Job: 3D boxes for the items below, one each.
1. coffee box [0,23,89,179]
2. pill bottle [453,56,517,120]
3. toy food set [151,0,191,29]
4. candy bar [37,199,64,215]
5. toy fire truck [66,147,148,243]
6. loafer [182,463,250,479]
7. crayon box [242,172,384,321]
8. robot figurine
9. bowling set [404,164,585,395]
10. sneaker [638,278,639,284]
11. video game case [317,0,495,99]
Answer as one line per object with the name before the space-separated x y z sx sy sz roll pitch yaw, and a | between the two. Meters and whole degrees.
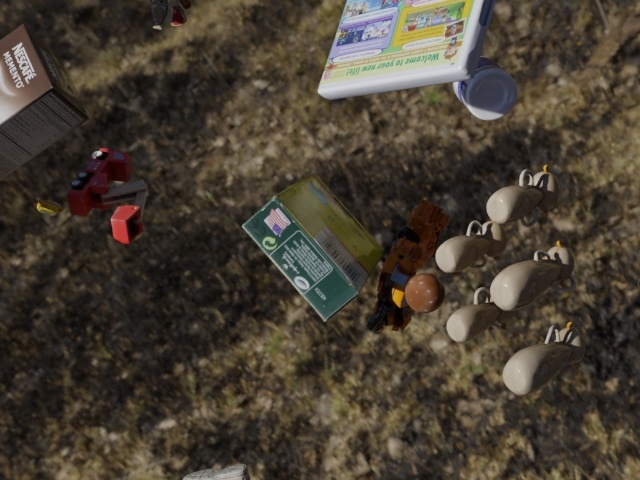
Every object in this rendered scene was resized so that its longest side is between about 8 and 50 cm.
coffee box | -0.473 -0.173 1.380 0.246 0.098 0.141 -34 61 5
pill bottle | 0.348 -0.337 2.102 0.112 0.112 0.186 -31 23 8
toy food set | -0.234 -0.391 1.529 0.078 0.122 0.019 6 24 12
candy bar | -0.435 -0.052 1.559 0.161 0.040 0.018 179 107 -72
toy fire truck | -0.328 -0.077 1.554 0.135 0.047 0.192 8 39 12
loafer | -0.182 0.423 1.698 0.125 0.039 0.045 -14 9 19
crayon box | 0.000 0.000 1.635 0.081 0.202 0.318 -41 0 17
robot figurine | 0.167 0.067 1.886 0.085 0.291 0.211 25 54 12
bowling set | 0.223 0.042 1.261 0.200 0.287 0.154 9 21 44
sneaker | 0.573 0.038 1.517 0.135 0.276 0.097 10 93 23
video game case | 0.094 -0.238 0.961 0.212 0.023 0.193 2 71 52
